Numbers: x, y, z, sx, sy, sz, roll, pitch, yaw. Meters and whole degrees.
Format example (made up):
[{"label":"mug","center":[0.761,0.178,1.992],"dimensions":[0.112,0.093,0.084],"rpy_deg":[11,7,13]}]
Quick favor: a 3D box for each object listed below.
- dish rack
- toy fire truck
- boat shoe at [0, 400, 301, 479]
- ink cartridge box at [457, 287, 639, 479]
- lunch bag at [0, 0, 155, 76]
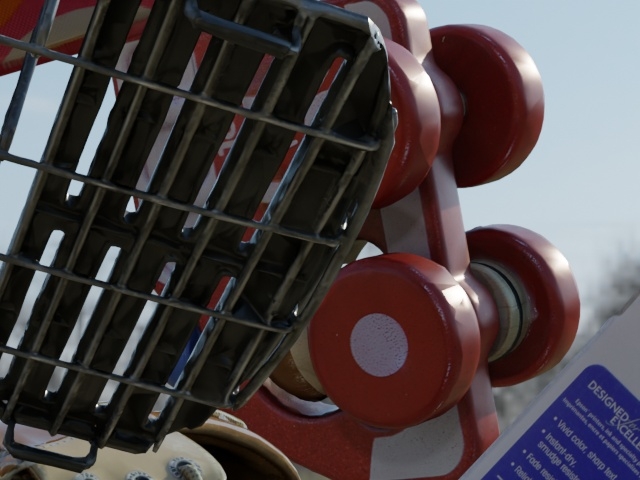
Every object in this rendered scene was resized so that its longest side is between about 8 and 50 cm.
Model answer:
[{"label":"dish rack","center":[-0.123,-0.043,0.466],"dimensions":[0.272,0.074,0.208],"rpy_deg":[17,-39,-11]},{"label":"toy fire truck","center":[0.000,0.000,1.207],"dimensions":[0.254,0.302,0.169],"rpy_deg":[-8,4,34]},{"label":"boat shoe","center":[-0.080,0.102,0.656],"dimensions":[0.120,0.122,0.324],"rpy_deg":[-11,1,12]},{"label":"ink cartridge box","center":[0.121,0.177,0.946],"dimensions":[0.332,0.165,0.065],"rpy_deg":[-48,-19,12]},{"label":"lunch bag","center":[-0.152,-0.164,0.682],"dimensions":[0.293,0.258,0.120],"rpy_deg":[-17,-44,4]}]
